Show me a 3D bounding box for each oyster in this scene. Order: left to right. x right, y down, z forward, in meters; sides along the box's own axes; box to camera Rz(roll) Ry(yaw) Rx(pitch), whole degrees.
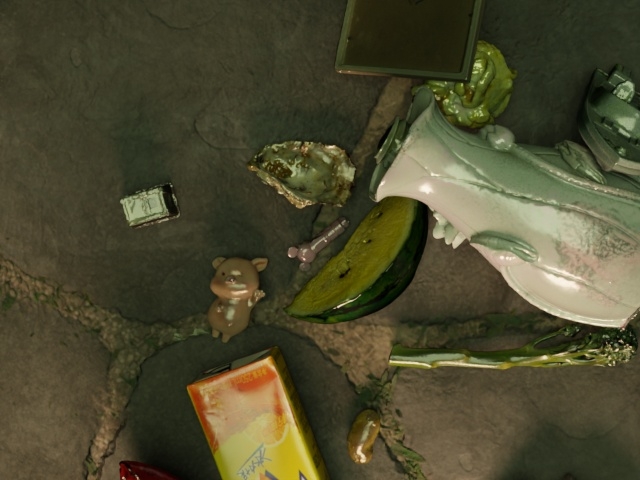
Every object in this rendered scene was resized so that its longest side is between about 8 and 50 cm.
[{"bbox_3d":[-0.031,-0.106,1.789,0.177,0.056,0.105,4,82,4],"label":"oyster"}]

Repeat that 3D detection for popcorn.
[{"bbox_3d":[0.229,-0.245,1.732,0.141,0.162,0.136,28,59,-20],"label":"popcorn"}]

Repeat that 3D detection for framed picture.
[{"bbox_3d":[0.149,-0.401,1.708,0.232,0.024,0.315,10,88,29],"label":"framed picture"}]

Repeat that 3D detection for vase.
[{"bbox_3d":[0.292,-0.055,1.660,0.445,0.250,0.250,26,95,-5],"label":"vase"}]

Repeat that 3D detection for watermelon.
[{"bbox_3d":[0.077,0.035,1.773,0.129,0.123,0.301,43,94,23],"label":"watermelon"}]

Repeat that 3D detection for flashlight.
[{"bbox_3d":[0.000,0.000,1.805,0.110,0.031,0.052,-39,114,2],"label":"flashlight"}]

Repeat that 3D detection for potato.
[{"bbox_3d":[0.068,0.317,1.812,0.046,0.045,0.092,11,98,-32],"label":"potato"}]

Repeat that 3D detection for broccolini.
[{"bbox_3d":[0.305,0.162,1.781,0.392,0.074,0.079,0,135,6],"label":"broccolini"}]

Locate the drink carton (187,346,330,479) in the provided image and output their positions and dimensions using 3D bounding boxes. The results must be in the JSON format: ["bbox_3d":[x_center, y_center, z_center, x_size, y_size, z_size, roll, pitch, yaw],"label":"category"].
[{"bbox_3d":[-0.077,0.361,1.792,0.154,0.111,0.351,-20,92,6],"label":"drink carton"}]

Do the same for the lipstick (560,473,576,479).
[{"bbox_3d":[0.496,0.503,1.776,0.317,0.068,0.066,41,98,1],"label":"lipstick"}]

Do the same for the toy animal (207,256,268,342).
[{"bbox_3d":[-0.143,0.090,1.804,0.083,0.089,0.150,17,92,-19],"label":"toy animal"}]

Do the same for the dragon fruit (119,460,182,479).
[{"bbox_3d":[-0.181,0.486,1.761,0.100,0.282,0.343,-34,66,-22],"label":"dragon fruit"}]

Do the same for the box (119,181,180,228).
[{"bbox_3d":[-0.278,-0.055,1.808,0.084,0.063,0.060,-15,93,6],"label":"box"}]

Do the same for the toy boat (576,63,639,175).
[{"bbox_3d":[0.442,-0.168,1.623,0.141,0.319,0.092,32,121,2],"label":"toy boat"}]
